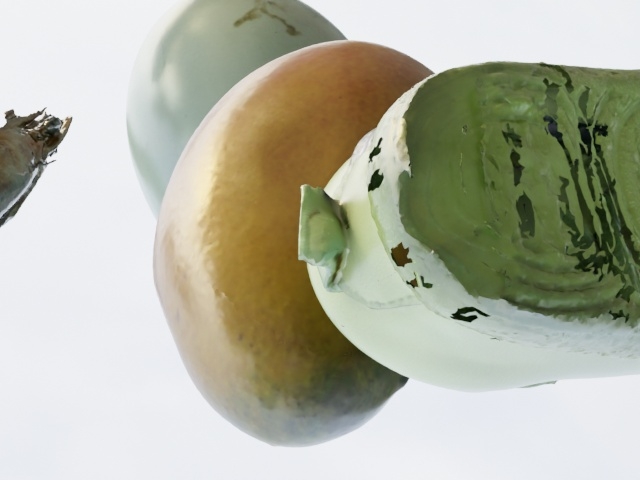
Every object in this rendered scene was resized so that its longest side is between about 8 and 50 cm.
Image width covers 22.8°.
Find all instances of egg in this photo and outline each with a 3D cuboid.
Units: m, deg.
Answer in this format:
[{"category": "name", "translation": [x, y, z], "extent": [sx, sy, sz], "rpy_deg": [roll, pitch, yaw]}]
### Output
[{"category": "egg", "translation": [-0.035, -0.054, 1.127], "extent": [0.183, 0.182, 0.264], "rpy_deg": [-24, -89, -59]}]

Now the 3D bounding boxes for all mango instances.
[{"category": "mango", "translation": [-0.005, -0.003, 0.759], "extent": [0.151, 0.120, 0.221], "rpy_deg": [16, -127, 18]}]

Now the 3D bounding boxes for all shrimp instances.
[{"category": "shrimp", "translation": [-0.267, 0.000, 1.271], "extent": [0.058, 0.169, 0.296], "rpy_deg": [11, -149, 15]}]

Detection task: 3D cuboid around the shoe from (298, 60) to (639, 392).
[{"category": "shoe", "translation": [0.104, -0.010, 0.641], "extent": [0.262, 0.128, 0.140], "rpy_deg": [4, -99, -43]}]
